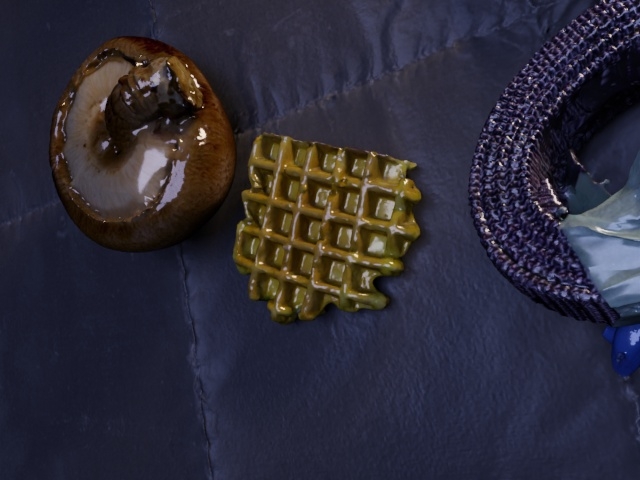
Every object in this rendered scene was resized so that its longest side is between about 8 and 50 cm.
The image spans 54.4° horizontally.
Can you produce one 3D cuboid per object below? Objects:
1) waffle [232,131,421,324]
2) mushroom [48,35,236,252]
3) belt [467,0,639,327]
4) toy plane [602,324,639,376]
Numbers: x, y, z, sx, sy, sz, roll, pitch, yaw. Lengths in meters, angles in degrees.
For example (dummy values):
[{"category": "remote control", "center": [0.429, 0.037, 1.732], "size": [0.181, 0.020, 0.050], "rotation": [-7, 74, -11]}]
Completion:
[{"category": "waffle", "center": [0.000, 0.000, 0.715], "size": [0.229, 0.057, 0.219], "rotation": [16, 94, 30]}, {"category": "mushroom", "center": [-0.226, -0.128, 0.806], "size": [0.278, 0.163, 0.297], "rotation": [-35, 68, 33]}, {"category": "belt", "center": [0.273, -0.076, 0.497], "size": [0.325, 0.122, 0.260], "rotation": [-42, 52, 12]}, {"category": "toy plane", "center": [0.292, 0.041, 0.539], "size": [0.054, 0.062, 0.167], "rotation": [24, 90, 42]}]
